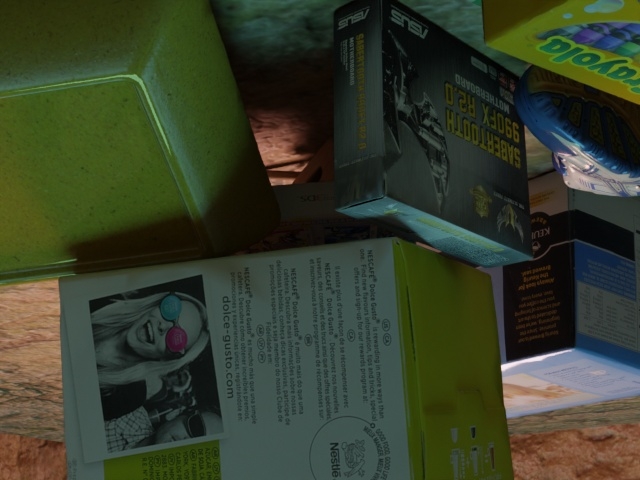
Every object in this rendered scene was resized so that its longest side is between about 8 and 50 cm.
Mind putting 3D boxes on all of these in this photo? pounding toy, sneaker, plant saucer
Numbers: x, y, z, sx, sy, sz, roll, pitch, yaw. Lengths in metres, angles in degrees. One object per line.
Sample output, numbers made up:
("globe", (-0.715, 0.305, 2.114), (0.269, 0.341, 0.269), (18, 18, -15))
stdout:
("pounding toy", (0.025, -0.059, 1.303), (0.130, 0.100, 0.141), (7, 150, -25))
("sneaker", (0.268, -0.091, 1.154), (0.296, 0.112, 0.131), (17, 156, -41))
("plant saucer", (-0.228, -0.071, 1.024), (0.332, 0.081, 0.333), (-8, 139, 8))

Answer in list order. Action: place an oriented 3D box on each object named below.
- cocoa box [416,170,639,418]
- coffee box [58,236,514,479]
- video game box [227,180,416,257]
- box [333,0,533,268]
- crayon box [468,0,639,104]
("cocoa box", (0.259, 0.085, 1.490), (0.231, 0.228, 0.347), (18, 155, -35))
("coffee box", (-0.014, 0.198, 1.125), (0.334, 0.338, 0.337), (-7, 170, 21))
("video game box", (0.000, 0.000, 1.247), (0.205, 0.048, 0.187), (-4, 155, 1))
("box", (0.103, -0.089, 1.036), (0.056, 0.183, 0.231), (-15, 157, 38))
("crayon box", (0.268, -0.194, 0.878), (0.203, 0.083, 0.323), (12, 159, -35))
